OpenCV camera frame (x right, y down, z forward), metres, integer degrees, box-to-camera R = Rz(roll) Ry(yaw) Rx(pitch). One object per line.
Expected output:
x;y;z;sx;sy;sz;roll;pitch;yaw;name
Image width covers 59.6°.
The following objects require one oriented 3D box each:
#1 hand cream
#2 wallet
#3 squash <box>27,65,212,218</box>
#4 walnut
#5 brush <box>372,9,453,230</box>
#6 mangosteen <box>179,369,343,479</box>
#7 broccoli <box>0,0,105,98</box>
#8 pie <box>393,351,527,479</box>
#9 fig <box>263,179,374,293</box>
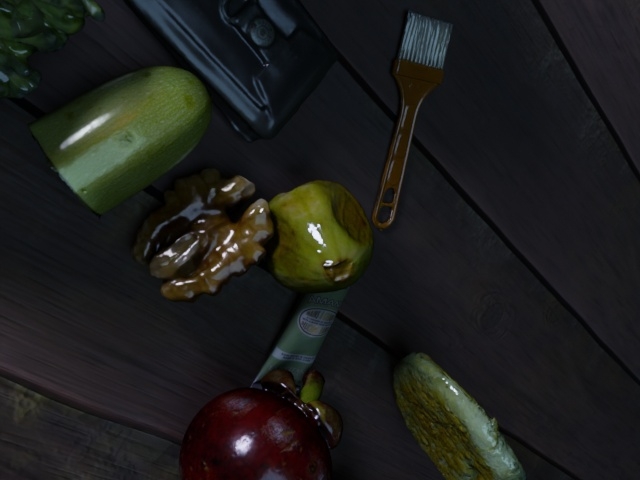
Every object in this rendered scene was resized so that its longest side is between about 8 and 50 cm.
-0.020;0.134;0.835;0.086;0.055;0.235;18;107;-29;hand cream
-0.098;-0.250;0.646;0.168;0.052;0.245;-49;121;-9;wallet
-0.196;-0.117;0.601;0.187;0.123;0.123;-35;121;-16;squash
-0.142;-0.008;0.690;0.170;0.069;0.143;-37;86;-7;walnut
0.123;-0.163;0.816;0.090;0.017;0.314;3;108;-29;brush
-0.068;0.287;0.785;0.257;0.215;0.215;-43;127;-41;mangosteen
-0.349;-0.234;0.412;0.334;0.272;0.324;49;58;-31;broccoli
0.214;0.297;0.901;0.079;0.277;0.276;-27;119;-20;pie
0.000;0.000;0.722;0.154;0.166;0.144;-46;127;-6;fig
